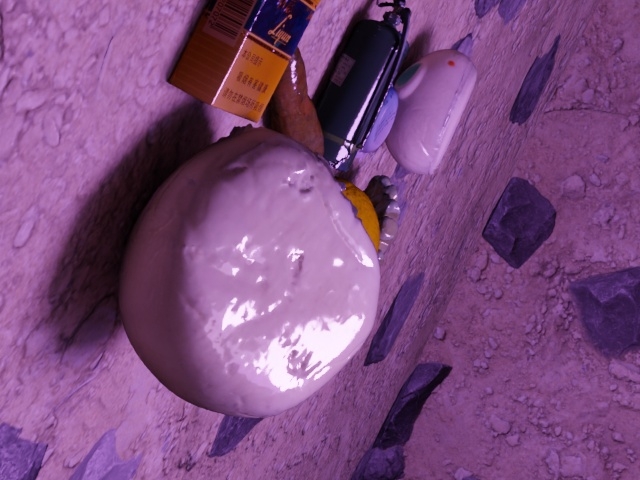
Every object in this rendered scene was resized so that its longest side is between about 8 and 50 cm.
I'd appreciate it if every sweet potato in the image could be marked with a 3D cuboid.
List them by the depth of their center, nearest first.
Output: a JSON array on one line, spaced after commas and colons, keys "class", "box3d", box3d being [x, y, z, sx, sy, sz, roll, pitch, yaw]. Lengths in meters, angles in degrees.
[{"class": "sweet potato", "box3d": [-0.040, -0.180, 1.531, 0.075, 0.075, 0.273, -55, 158, -21]}]

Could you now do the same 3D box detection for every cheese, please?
[{"class": "cheese", "box3d": [0.090, -0.227, 1.858, 0.135, 0.052, 0.244, -52, 161, -35]}]

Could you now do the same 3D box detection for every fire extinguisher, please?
[{"class": "fire extinguisher", "box3d": [0.068, -0.249, 1.681, 0.093, 0.118, 0.294, 22, 98, -32]}]

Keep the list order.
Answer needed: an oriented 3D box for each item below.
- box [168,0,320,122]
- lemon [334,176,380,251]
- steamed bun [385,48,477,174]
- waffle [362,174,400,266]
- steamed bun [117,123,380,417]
[{"class": "box", "box3d": [-0.071, -0.262, 1.300, 0.237, 0.070, 0.152, -60, 164, 6]}, {"class": "lemon", "box3d": [0.000, 0.000, 1.736, 0.187, 0.187, 0.244, -46, 162, -41]}, {"class": "steamed bun", "box3d": [0.186, -0.235, 1.989, 0.177, 0.131, 0.228, -50, 162, -64]}, {"class": "waffle", "box3d": [0.053, 0.025, 1.945, 0.291, 0.056, 0.309, -58, -169, 12]}, {"class": "steamed bun", "box3d": [-0.109, 0.047, 1.376, 0.312, 0.233, 0.333, -36, 112, -32]}]
